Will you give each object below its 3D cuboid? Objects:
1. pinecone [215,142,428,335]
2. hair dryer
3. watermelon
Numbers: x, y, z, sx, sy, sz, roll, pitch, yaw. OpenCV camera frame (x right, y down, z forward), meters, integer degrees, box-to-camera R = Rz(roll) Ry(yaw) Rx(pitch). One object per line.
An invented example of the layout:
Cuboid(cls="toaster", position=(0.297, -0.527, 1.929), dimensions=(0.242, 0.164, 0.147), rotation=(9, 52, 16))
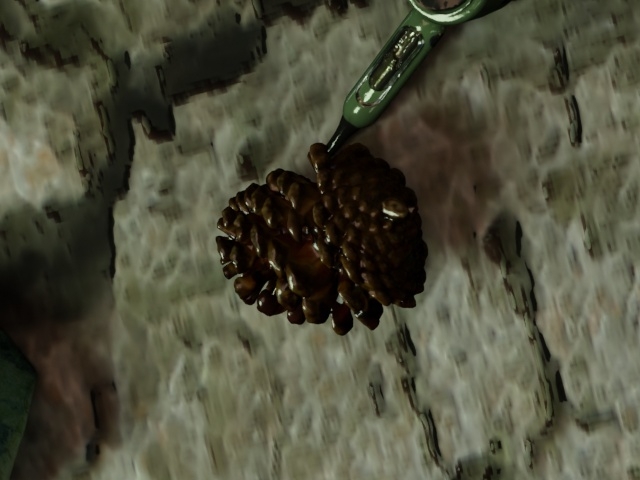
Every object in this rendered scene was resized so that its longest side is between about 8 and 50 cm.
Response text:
Cuboid(cls="pinecone", position=(-0.001, -0.003, 0.613), dimensions=(0.109, 0.102, 0.102), rotation=(6, 94, 21))
Cuboid(cls="hair dryer", position=(0.045, -0.095, 0.620), dimensions=(0.047, 0.071, 0.150), rotation=(42, 117, 11))
Cuboid(cls="watermelon", position=(-0.210, 0.086, 0.673), dimensions=(0.094, 0.081, 0.180), rotation=(-34, 70, 27))
